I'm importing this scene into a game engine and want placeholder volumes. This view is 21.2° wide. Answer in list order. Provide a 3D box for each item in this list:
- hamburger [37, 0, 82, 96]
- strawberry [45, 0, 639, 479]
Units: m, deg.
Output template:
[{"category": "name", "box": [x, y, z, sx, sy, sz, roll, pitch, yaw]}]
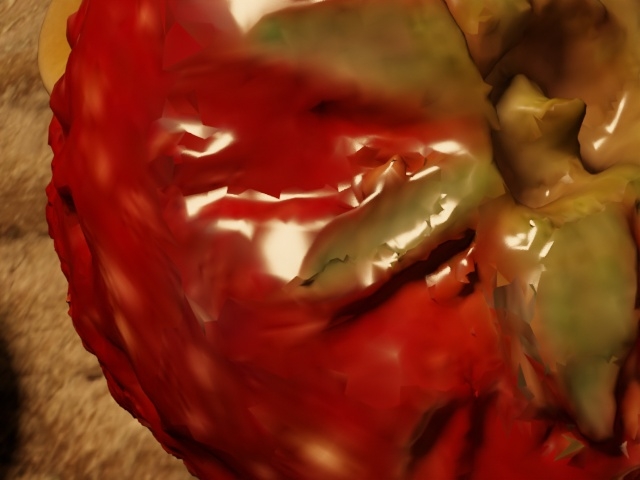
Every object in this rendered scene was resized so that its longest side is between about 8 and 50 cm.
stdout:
[{"category": "hamburger", "box": [-0.020, -0.126, 0.961, 0.302, 0.170, 0.302, -29, 37, 25]}, {"category": "strawberry", "box": [0.000, 0.000, 0.711, 0.345, 0.317, 0.295, -31, 25, 45]}]
